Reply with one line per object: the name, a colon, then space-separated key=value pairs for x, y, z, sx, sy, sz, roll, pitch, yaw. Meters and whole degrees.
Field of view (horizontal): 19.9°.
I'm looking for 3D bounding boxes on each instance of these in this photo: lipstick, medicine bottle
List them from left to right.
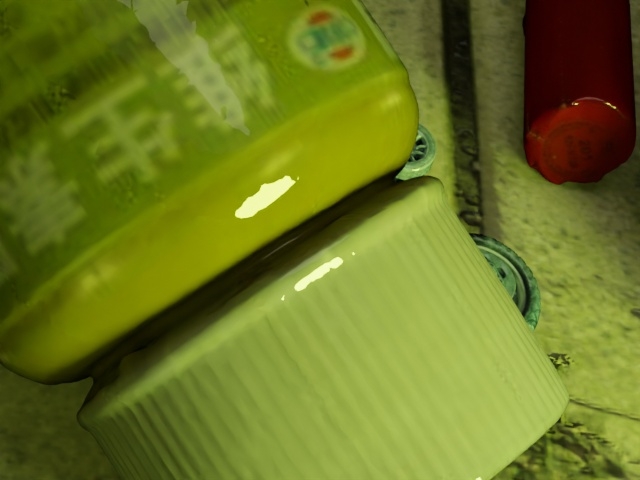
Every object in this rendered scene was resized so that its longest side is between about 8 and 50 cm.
medicine bottle: x=-0.071 y=-0.040 z=0.808 sx=0.224 sy=0.224 sz=0.384 roll=-32 pitch=88 yaw=-37
lipstick: x=0.165 y=-0.150 z=1.177 sx=0.073 sy=0.073 sz=0.280 roll=11 pitch=43 yaw=-3

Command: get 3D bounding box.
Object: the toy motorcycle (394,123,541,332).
toy motorcycle: x=0.000 y=0.000 z=0.969 sx=0.254 sy=0.092 sz=0.135 roll=34 pitch=55 yaw=8
